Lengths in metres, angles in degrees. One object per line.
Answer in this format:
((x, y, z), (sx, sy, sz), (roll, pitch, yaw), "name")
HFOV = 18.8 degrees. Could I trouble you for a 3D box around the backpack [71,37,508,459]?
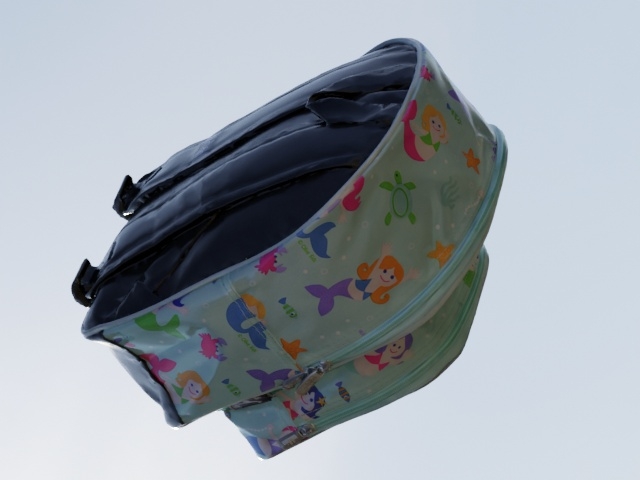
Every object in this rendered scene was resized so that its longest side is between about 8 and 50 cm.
((0.000, 0.000, 1.201), (0.253, 0.191, 0.225), (-35, 20, 34), "backpack")
